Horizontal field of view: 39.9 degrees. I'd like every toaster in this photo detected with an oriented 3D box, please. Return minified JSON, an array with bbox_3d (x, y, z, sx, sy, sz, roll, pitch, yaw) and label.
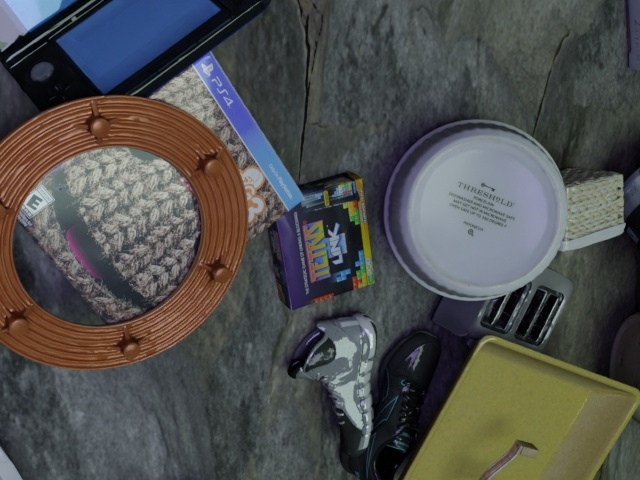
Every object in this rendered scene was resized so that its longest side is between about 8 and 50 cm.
[{"bbox_3d":[0.296,0.090,1.421,0.168,0.110,0.186,21,97,-32],"label":"toaster"}]

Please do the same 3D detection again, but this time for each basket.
[{"bbox_3d":[0.395,-0.054,1.403,0.167,0.113,0.103,-13,107,-38],"label":"basket"}]

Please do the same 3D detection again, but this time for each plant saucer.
[{"bbox_3d":[0.300,0.321,1.421,0.332,0.081,0.333,21,103,-23],"label":"plant saucer"}]

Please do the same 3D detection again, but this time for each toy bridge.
[{"bbox_3d":[0.272,0.396,1.383,0.063,0.026,0.188,19,105,-20],"label":"toy bridge"}]

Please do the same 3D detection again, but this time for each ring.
[{"bbox_3d":[-0.233,0.003,0.994,0.336,0.032,0.337,-12,117,-25],"label":"ring"}]

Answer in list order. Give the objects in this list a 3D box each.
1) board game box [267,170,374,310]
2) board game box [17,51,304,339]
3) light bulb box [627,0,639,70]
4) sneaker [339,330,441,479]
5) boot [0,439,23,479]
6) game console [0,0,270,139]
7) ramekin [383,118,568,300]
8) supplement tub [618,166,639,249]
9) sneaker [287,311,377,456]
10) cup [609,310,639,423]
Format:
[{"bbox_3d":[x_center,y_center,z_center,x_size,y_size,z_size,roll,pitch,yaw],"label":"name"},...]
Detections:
[{"bbox_3d":[0.000,0.000,1.277,0.141,0.048,0.170,-18,115,-21],"label":"board game box"},{"bbox_3d":[-0.211,-0.068,1.092,0.291,0.141,0.232,-39,121,-9],"label":"board game box"},{"bbox_3d":[0.672,-0.460,1.343,0.361,0.225,0.358,-21,117,-18],"label":"light bulb box"},{"bbox_3d":[0.132,0.275,1.410,0.101,0.106,0.267,23,96,-30],"label":"sneaker"},{"bbox_3d":[-0.450,0.329,1.140,0.123,0.095,0.258,-30,120,-22],"label":"boot"},{"bbox_3d":[-0.248,-0.299,0.980,0.293,0.250,0.173,-39,147,-9],"label":"game console"},{"bbox_3d":[0.226,-0.041,1.260,0.272,0.127,0.273,0,94,3],"label":"ramekin"},{"bbox_3d":[0.636,0.009,1.423,0.193,0.316,0.194,-26,156,-12],"label":"supplement tub"},{"bbox_3d":[0.010,0.223,1.351,0.132,0.086,0.229,-1,98,-21],"label":"sneaker"},{"bbox_3d":[0.658,0.230,1.565,0.236,0.331,0.331,9,105,-3],"label":"cup"}]
